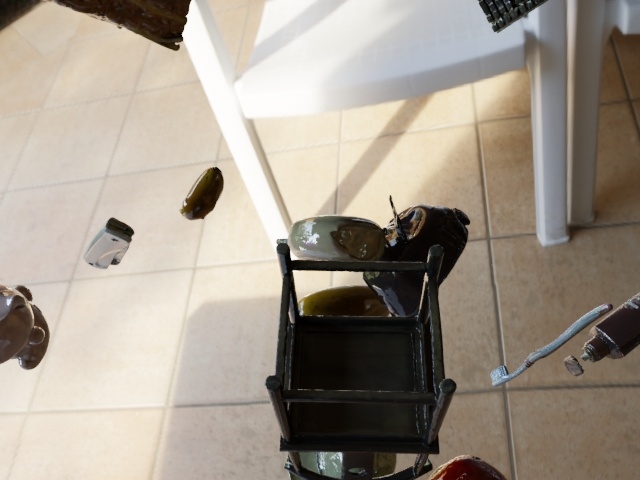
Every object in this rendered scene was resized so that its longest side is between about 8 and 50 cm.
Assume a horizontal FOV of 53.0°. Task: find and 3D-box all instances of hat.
[{"bbox_3d":[0.072,0.429,1.266,0.130,0.257,0.257,-42,40,49],"label":"hat"},{"bbox_3d":[0.141,0.061,1.248,0.208,0.238,0.337,22,86,-3],"label":"hat"}]

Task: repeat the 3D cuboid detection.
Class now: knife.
[{"bbox_3d":[-0.404,0.010,1.231,0.265,0.073,0.041,-29,36,60],"label":"knife"}]

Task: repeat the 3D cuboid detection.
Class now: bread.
[{"bbox_3d":[-0.316,-0.412,0.941,0.114,0.274,0.185,29,103,44],"label":"bread"}]

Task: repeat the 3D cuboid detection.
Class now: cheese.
[{"bbox_3d":[0.000,0.000,1.218,0.286,0.163,0.082,-2,81,63],"label":"cheese"}]

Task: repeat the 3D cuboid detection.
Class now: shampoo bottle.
[{"bbox_3d":[0.495,0.141,1.037,0.236,0.068,0.067,-33,62,-8],"label":"shampoo bottle"}]

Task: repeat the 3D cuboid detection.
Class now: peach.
[{"bbox_3d":[0.275,0.492,1.152,0.197,0.197,0.198,-9,54,12],"label":"peach"}]

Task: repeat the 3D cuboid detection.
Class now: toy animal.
[{"bbox_3d":[-0.421,0.103,0.815,0.124,0.212,0.125,2,70,-7],"label":"toy animal"}]

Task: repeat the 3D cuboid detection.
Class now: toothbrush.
[{"bbox_3d":[0.225,0.107,0.644,0.013,0.193,0.019,0,59,-23],"label":"toothbrush"}]

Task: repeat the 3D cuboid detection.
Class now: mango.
[{"bbox_3d":[0.051,0.166,1.415,0.253,0.139,0.113,-9,15,-28],"label":"mango"},{"bbox_3d":[-0.235,-0.094,1.307,0.063,0.077,0.127,33,99,-4],"label":"mango"}]

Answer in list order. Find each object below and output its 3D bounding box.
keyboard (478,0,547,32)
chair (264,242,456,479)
[{"bbox_3d":[0.357,-0.418,0.942,0.027,0.106,0.317,-39,8,-35],"label":"keyboard"},{"bbox_3d":[0.036,0.128,0.588,0.154,0.260,0.142,1,57,3],"label":"chair"}]
